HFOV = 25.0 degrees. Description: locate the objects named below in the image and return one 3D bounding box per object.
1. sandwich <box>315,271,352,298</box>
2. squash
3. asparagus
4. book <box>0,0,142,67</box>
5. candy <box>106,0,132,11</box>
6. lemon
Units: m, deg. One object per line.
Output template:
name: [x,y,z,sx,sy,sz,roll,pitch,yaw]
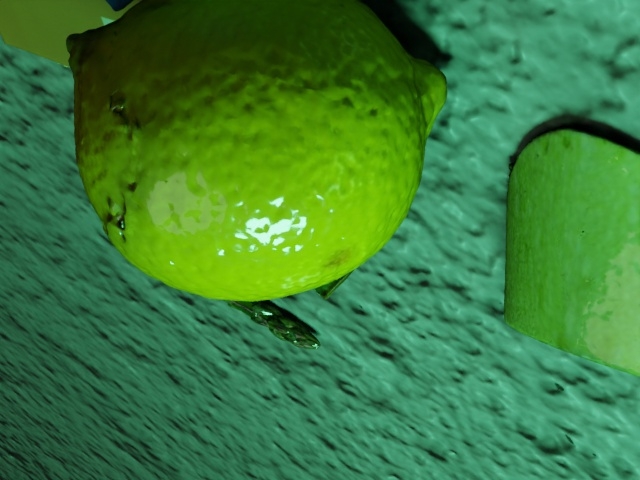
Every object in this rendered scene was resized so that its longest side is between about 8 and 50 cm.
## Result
sandwich: [0.000,0.000,1.165,0.074,0.116,0.074,41,151,-1]
squash: [0.233,0.022,1.025,0.237,0.155,0.204,18,-178,32]
asparagus: [-0.098,0.042,1.438,0.236,0.027,0.034,36,140,7]
book: [-0.215,-0.267,1.131,0.262,0.028,0.374,22,147,29]
candy: [-0.183,-0.303,0.919,0.306,0.100,0.157,44,149,-15]
lemon: [-0.041,-0.072,0.993,0.253,0.228,0.228,1,142,8]
